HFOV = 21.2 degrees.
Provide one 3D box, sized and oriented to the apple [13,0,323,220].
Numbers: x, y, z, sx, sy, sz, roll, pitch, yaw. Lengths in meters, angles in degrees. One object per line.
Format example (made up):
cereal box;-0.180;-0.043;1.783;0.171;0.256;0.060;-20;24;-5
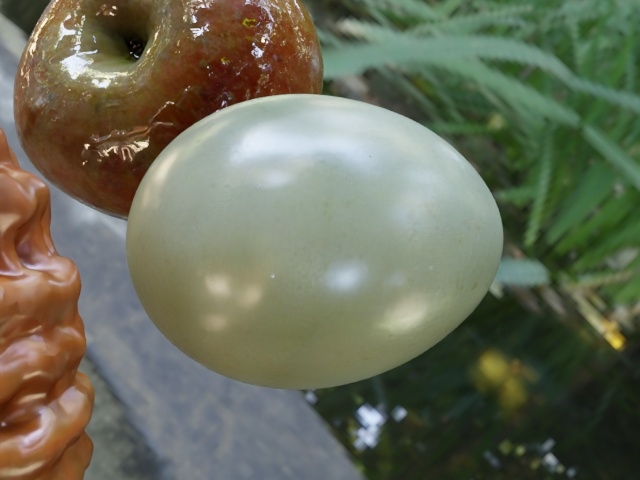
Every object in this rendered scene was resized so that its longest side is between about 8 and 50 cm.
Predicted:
apple;-0.138;-0.145;1.673;0.301;0.301;0.301;37;20;-16

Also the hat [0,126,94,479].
hat;-0.252;0.100;0.511;0.285;0.285;0.400;42;32;-2

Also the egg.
egg;0.000;0.000;1.096;0.254;0.188;0.188;-4;44;-27
